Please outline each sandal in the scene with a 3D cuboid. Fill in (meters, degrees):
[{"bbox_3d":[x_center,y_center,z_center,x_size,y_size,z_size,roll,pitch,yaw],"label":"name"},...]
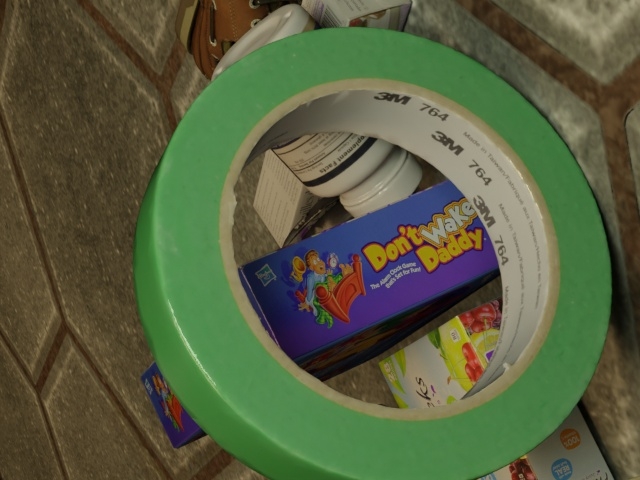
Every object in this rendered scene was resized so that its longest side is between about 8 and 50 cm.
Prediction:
[{"bbox_3d":[-0.001,0.000,1.200,0.054,0.097,0.254,63,154,11],"label":"sandal"}]

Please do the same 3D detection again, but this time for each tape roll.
[{"bbox_3d":[0.038,0.013,0.874,0.321,0.321,0.077,63,154,10],"label":"tape roll"}]

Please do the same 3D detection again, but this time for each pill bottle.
[{"bbox_3d":[0.003,-0.094,1.012,0.169,0.094,0.094,47,162,-21],"label":"pill bottle"}]

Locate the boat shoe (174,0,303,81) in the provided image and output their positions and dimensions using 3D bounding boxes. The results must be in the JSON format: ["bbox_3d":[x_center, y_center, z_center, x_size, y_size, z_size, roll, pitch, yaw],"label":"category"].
[{"bbox_3d":[-0.054,-0.229,1.130,0.104,0.111,0.307,57,162,15],"label":"boat shoe"}]

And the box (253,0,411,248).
[{"bbox_3d":[0.003,-0.111,1.144,0.067,0.063,0.324,56,152,26],"label":"box"}]

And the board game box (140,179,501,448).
[{"bbox_3d":[0.001,0.066,1.091,0.078,0.233,0.347,64,154,9],"label":"board game box"}]

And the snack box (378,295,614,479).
[{"bbox_3d":[0.147,0.164,1.070,0.207,0.070,0.174,66,156,8],"label":"snack box"}]

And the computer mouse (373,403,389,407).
[{"bbox_3d":[0.048,0.266,1.221,0.184,0.060,0.262,61,157,12],"label":"computer mouse"}]

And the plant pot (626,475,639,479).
[{"bbox_3d":[0.210,0.273,0.796,0.254,0.254,0.239,51,155,32],"label":"plant pot"}]
